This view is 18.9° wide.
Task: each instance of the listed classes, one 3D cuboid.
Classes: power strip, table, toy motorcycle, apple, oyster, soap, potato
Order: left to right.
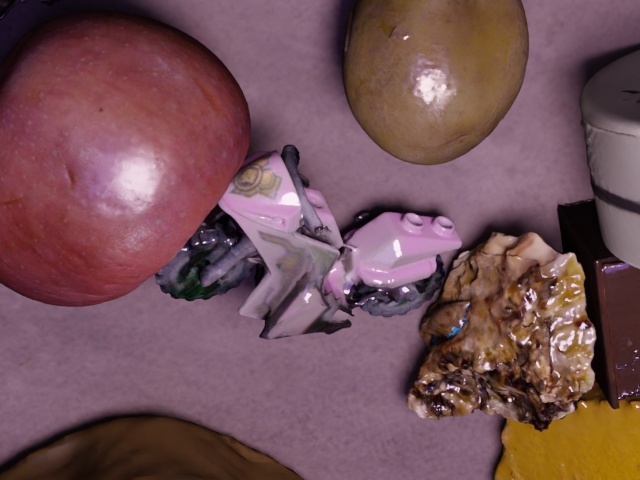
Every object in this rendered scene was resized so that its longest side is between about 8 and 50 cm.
[{"bbox_3d":[-0.219,-0.087,1.819,0.235,0.306,0.306,42,101,-17],"label":"apple"},{"bbox_3d":[0.000,0.000,1.932,0.327,0.143,0.188,5,132,-29],"label":"toy motorcycle"},{"bbox_3d":[0.112,-0.191,1.885,0.178,0.160,0.235,-11,101,-44],"label":"potato"},{"bbox_3d":[0.185,0.097,1.993,0.214,0.083,0.223,5,108,35],"label":"oyster"},{"bbox_3d":[0.355,0.238,2.001,0.338,0.304,0.169,-15,109,-1],"label":"soap"},{"bbox_3d":[0.367,0.048,1.997,0.193,0.172,0.169,-11,113,-3],"label":"table"},{"bbox_3d":[0.418,-0.092,1.872,0.357,0.357,0.161,-13,111,-2],"label":"power strip"}]

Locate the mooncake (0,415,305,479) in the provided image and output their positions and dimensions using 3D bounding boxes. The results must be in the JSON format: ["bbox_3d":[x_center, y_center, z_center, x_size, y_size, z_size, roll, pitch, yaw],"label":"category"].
[{"bbox_3d":[-0.175,0.430,2.032,0.467,0.262,0.467,-2,113,-5],"label":"mooncake"}]

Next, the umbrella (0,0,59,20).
[{"bbox_3d":[-0.327,-0.268,1.813,0.336,0.128,0.154,-21,121,5],"label":"umbrella"}]
